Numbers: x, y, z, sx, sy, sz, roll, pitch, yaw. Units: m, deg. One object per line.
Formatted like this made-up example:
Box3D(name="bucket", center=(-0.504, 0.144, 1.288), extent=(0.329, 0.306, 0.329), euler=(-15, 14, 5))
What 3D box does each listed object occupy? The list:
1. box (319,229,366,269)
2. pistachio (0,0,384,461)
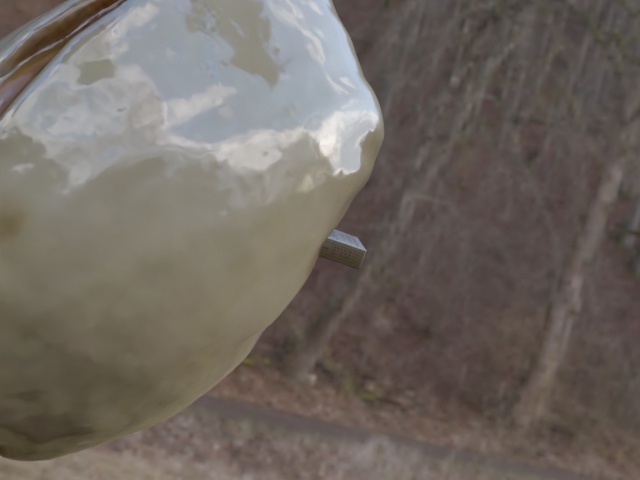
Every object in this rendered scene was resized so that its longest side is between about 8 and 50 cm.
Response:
Box3D(name="box", center=(0.000, 0.000, 1.439), extent=(0.083, 0.024, 0.053), euler=(21, 11, -15))
Box3D(name="pistachio", center=(-0.136, -0.031, 1.075), extent=(0.281, 0.445, 0.365), euler=(33, -30, 29))
